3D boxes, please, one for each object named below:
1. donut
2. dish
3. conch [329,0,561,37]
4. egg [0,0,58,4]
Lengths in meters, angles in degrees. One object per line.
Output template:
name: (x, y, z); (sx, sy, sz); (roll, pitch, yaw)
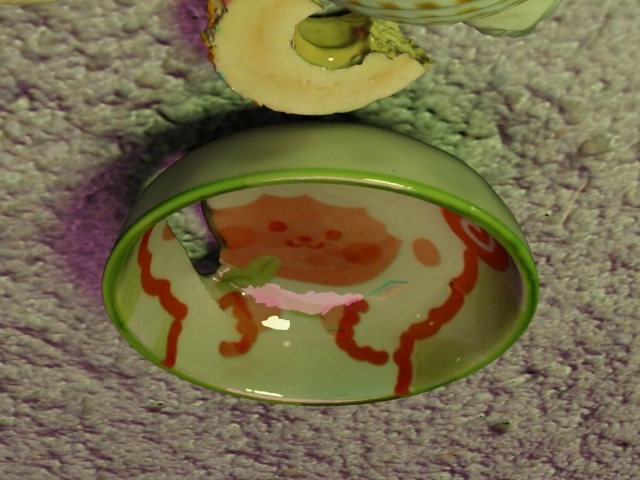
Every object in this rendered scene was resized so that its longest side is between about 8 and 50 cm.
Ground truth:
donut: (-0.015, -0.137, 0.880); (0.108, 0.065, 0.166); (-30, 142, 30)
dish: (0.000, 0.000, 1.046); (0.324, 0.124, 0.324); (1, 145, 0)
conch: (0.069, -0.230, 0.609); (0.215, 0.303, 0.319); (38, 168, 1)
egg: (-0.149, -0.198, 0.666); (0.286, 0.174, 0.264); (21, 141, -41)
